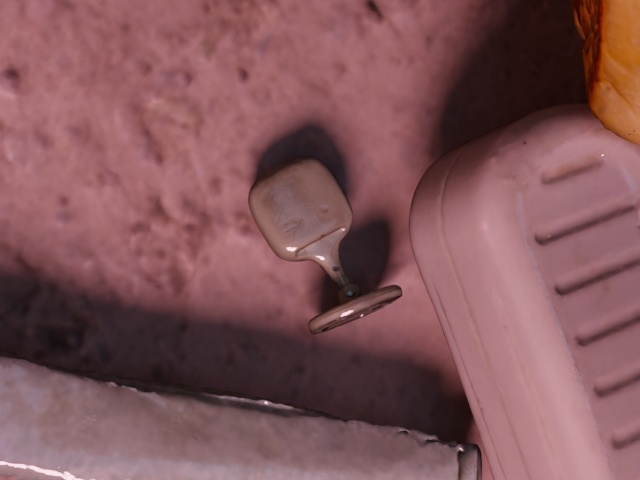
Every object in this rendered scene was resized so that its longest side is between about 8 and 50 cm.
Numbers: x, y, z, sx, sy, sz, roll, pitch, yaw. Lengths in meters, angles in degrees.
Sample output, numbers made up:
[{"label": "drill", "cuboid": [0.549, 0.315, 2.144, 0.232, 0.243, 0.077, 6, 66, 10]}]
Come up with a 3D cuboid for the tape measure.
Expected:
[{"label": "tape measure", "cuboid": [0.178, 0.048, 0.725, 0.265, 0.130, 0.258, -19, 88, -25]}]

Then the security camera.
[{"label": "security camera", "cuboid": [0.000, 0.000, 0.732, 0.058, 0.058, 0.092, -22, 81, -14]}]

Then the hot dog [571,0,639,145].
[{"label": "hot dog", "cuboid": [0.203, -0.155, 0.673, 0.153, 0.256, 0.150, 0, 128, 5]}]

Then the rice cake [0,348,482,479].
[{"label": "rice cake", "cuboid": [-0.072, 0.106, 0.695, 0.336, 0.063, 0.066, 14, 80, -13]}]
